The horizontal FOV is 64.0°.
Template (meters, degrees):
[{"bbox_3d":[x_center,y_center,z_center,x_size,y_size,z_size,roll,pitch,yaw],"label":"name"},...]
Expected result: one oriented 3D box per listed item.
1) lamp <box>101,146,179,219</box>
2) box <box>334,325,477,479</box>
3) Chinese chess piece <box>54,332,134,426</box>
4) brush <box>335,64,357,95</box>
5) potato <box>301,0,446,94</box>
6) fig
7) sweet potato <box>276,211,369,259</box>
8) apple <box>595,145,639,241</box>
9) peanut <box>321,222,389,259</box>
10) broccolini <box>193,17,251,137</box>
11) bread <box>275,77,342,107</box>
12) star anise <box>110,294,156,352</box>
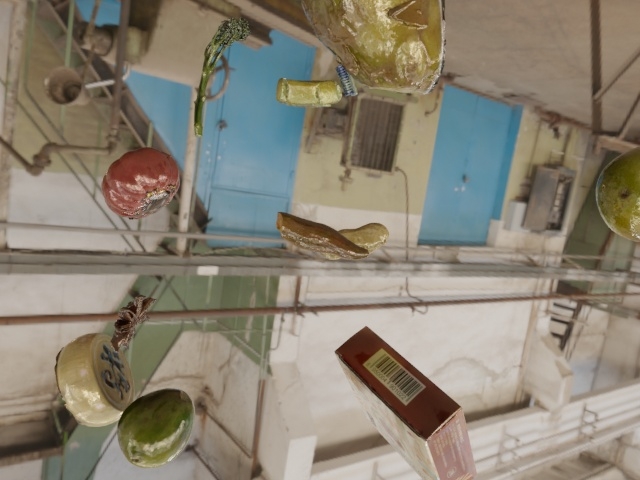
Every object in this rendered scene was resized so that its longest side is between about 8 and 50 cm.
[{"bbox_3d":[-0.408,-0.135,1.154,0.140,0.182,0.182,48,-164,8],"label":"lamp"},{"bbox_3d":[0.229,0.462,1.365,0.122,0.385,0.344,-37,-137,-16],"label":"box"},{"bbox_3d":[-0.621,0.385,1.424,0.104,0.257,0.257,-23,-171,-1],"label":"Chinese chess piece"},{"bbox_3d":[0.043,-0.417,1.179,0.030,0.179,0.033,-21,-169,-8],"label":"brush"},{"bbox_3d":[0.074,-0.379,0.867,0.196,0.300,0.246,-13,176,-9],"label":"potato"},{"bbox_3d":[-0.403,0.462,1.282,0.181,0.191,0.181,38,173,5],"label":"fig"},{"bbox_3d":[0.000,0.000,1.234,0.243,0.077,0.077,22,-171,5],"label":"sweet potato"},{"bbox_3d":[0.648,-0.092,1.001,0.196,0.197,0.157,10,159,9],"label":"apple"},{"bbox_3d":[0.121,0.003,1.856,0.263,0.101,0.117,-10,-148,0],"label":"peanut"},{"bbox_3d":[-0.166,-0.256,0.793,0.052,0.194,0.054,28,-169,30],"label":"broccolini"},{"bbox_3d":[-0.027,-0.343,1.195,0.156,0.064,0.117,6,-165,15],"label":"bread"},{"bbox_3d":[-0.412,0.172,1.110,0.042,0.141,0.141,26,-171,4],"label":"star anise"}]
